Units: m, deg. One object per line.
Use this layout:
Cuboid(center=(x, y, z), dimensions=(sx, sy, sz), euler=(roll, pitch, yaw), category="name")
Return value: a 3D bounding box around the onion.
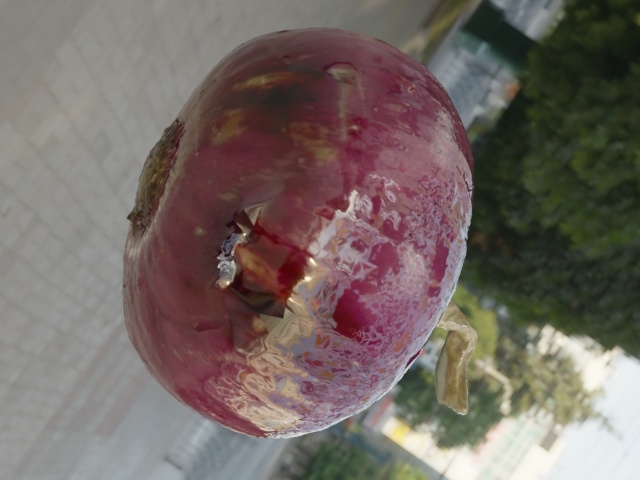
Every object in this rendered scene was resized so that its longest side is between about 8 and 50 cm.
Cuboid(center=(-0.009, -0.004, 0.581), dimensions=(0.153, 0.177, 0.177), euler=(-5, 149, -24), category="onion")
